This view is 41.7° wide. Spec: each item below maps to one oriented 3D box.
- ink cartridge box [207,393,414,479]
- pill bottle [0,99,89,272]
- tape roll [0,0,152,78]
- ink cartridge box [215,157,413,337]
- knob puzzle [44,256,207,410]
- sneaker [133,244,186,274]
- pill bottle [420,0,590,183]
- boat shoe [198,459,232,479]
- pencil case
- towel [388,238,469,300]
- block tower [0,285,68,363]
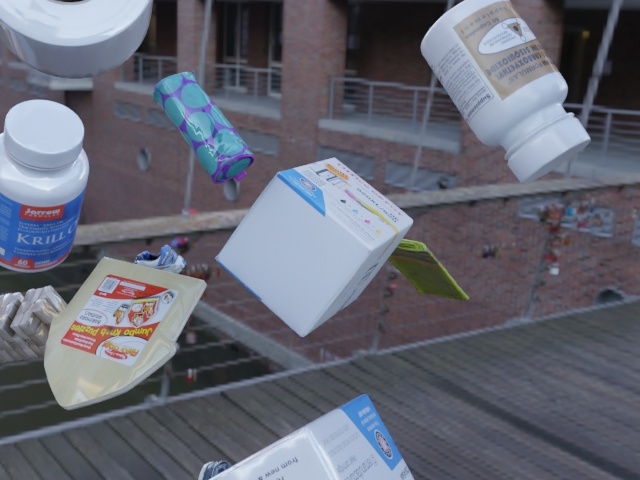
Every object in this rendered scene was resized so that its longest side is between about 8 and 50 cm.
[{"bbox_3d":[0.052,0.389,0.901,0.166,0.395,0.285,-31,-10,11],"label":"ink cartridge box"},{"bbox_3d":[-0.365,-0.068,1.075,0.124,0.221,0.124,13,48,-15],"label":"pill bottle"},{"bbox_3d":[-0.363,-0.374,1.217,0.246,0.246,0.169,-1,-4,-15],"label":"tape roll"},{"bbox_3d":[0.000,0.000,1.237,0.171,0.168,0.233,40,21,9],"label":"ink cartridge box"},{"bbox_3d":[-0.241,0.116,0.986,0.213,0.030,0.213,-13,47,14],"label":"knob puzzle"},{"bbox_3d":[-0.289,0.047,1.385,0.135,0.058,0.052,-28,19,14],"label":"sneaker"},{"bbox_3d":[0.242,-0.195,1.088,0.131,0.229,0.131,-30,-11,-6],"label":"pill bottle"},{"bbox_3d":[-0.128,0.446,1.270,0.095,0.079,0.254,21,42,-36],"label":"boat shoe"},{"bbox_3d":[-0.150,-0.145,1.079,0.064,0.151,0.070,-35,-13,-6],"label":"pencil case"},{"bbox_3d":[0.172,0.052,1.436,0.102,0.021,0.237,12,-18,33],"label":"towel"},{"bbox_3d":[-0.617,0.167,1.525,0.335,0.097,0.091,-12,40,19],"label":"block tower"}]
